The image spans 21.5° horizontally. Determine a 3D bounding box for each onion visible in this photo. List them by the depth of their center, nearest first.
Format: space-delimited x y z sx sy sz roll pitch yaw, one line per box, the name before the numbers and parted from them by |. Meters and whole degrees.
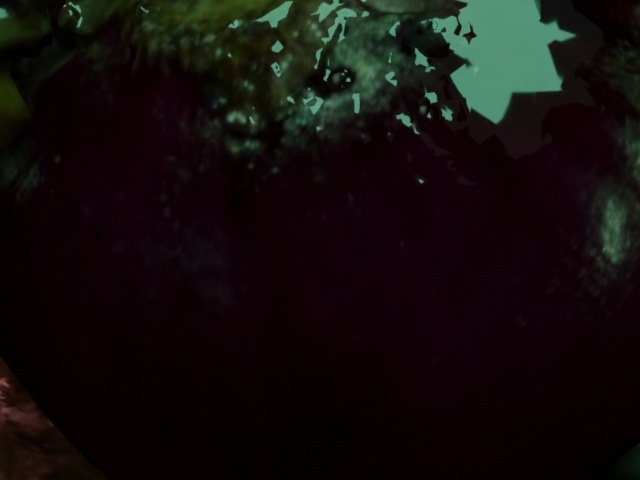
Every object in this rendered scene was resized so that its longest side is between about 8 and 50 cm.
onion | 0.000 0.000 0.682 0.337 0.282 0.260 5 64 14

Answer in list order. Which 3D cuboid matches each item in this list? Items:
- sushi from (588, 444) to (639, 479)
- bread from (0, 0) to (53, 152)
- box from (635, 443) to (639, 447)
sushi | 0.143 0.200 0.586 0.130 0.124 0.332 0 36 -7
bread | -0.278 -0.066 0.608 0.324 0.167 0.277 -41 49 0
box | 0.271 0.151 0.772 0.211 0.045 0.270 -9 43 -32
